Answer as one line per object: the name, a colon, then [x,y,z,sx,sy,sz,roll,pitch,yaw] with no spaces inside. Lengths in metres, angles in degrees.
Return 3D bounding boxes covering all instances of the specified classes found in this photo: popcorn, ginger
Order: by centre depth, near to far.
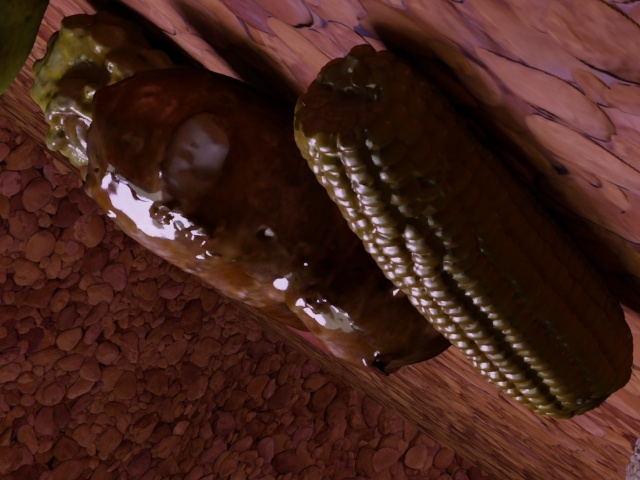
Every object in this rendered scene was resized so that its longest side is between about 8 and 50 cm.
ginger: [-0.019,-0.011,1.082,0.418,0.176,0.254,39,164,-32]
popcorn: [-0.211,-0.139,1.220,0.197,0.155,0.197,44,166,14]

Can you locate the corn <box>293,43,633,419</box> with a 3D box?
corn: [0.110,0.007,0.842,0.363,0.120,0.120,47,167,-33]

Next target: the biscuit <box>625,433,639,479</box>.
biscuit: [0.377,0.246,1.228,0.082,0.070,0.168,30,171,-14]

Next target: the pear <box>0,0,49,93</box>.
pear: [-0.422,-0.205,1.148,0.342,0.238,0.318,19,-177,-36]

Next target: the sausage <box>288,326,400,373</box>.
sausage: [0.017,0.114,1.828,0.259,0.113,0.113,27,167,44]
